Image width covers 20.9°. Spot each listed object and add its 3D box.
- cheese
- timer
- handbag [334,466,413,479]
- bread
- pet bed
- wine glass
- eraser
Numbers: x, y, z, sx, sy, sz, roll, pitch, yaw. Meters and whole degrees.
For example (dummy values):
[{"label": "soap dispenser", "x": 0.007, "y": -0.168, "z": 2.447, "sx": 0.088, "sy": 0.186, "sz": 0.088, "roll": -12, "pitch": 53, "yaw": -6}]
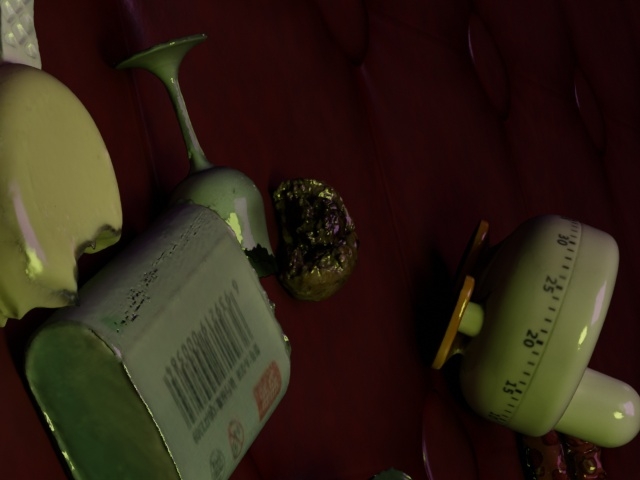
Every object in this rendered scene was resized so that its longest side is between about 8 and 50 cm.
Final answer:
[{"label": "cheese", "x": -0.199, "y": -0.074, "z": 1.097, "sx": 0.163, "sy": 0.071, "sz": 0.248, "roll": -17, "pitch": 91, "yaw": -69}, {"label": "timer", "x": 0.249, "y": 0.097, "z": 1.802, "sx": 0.233, "sy": 0.240, "sz": 0.233, "roll": 21, "pitch": 90, "yaw": -88}, {"label": "handbag", "x": 0.029, "y": 0.324, "z": 1.339, "sx": 0.247, "sy": 0.079, "sz": 0.260, "roll": -18, "pitch": 93, "yaw": -66}, {"label": "bread", "x": 0.000, "y": 0.000, "z": 1.523, "sx": 0.082, "sy": 0.060, "sz": 0.113, "roll": 32, "pitch": 45, "yaw": -55}, {"label": "pet bed", "x": 0.284, "y": 0.258, "z": 2.010, "sx": 0.201, "sy": 0.053, "sz": 0.201, "roll": 47, "pitch": 32, "yaw": -43}, {"label": "wine glass", "x": -0.093, "y": -0.054, "z": 1.323, "sx": 0.079, "sy": 0.079, "sz": 0.195, "roll": -25, "pitch": 96, "yaw": -67}, {"label": "eraser", "x": -0.105, "y": 0.087, "z": 1.194, "sx": 0.174, "sy": 0.081, "sz": 0.227, "roll": 64, "pitch": 25, "yaw": -12}]
